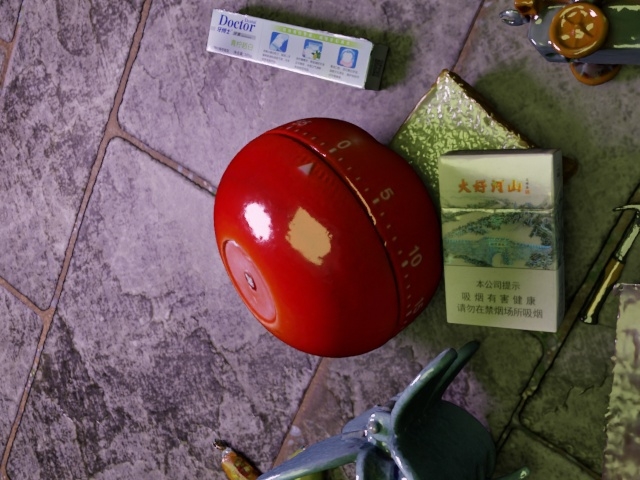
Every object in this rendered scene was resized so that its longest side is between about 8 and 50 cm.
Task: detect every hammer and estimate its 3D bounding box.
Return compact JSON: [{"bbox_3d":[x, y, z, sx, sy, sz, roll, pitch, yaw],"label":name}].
[{"bbox_3d":[0.436,0.035,1.138,0.078,0.021,0.201,31,109,24],"label":"hammer"}]

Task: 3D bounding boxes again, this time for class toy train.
[{"bbox_3d":[0.426,-0.334,1.028,0.369,0.163,0.231,9,92,29],"label":"toy train"}]

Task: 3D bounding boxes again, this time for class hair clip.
[{"bbox_3d":[0.154,0.336,1.168,0.392,0.318,0.238,-40,77,25],"label":"hair clip"}]

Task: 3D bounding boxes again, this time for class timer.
[{"bbox_3d":[0.000,0.000,1.199,0.378,0.279,0.378,42,151,30],"label":"timer"}]

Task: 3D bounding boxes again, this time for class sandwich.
[{"bbox_3d":[0.232,-0.107,1.199,0.251,0.087,0.226,44,116,17],"label":"sandwich"}]

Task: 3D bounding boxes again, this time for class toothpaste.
[{"bbox_3d":[-0.047,-0.338,1.348,0.337,0.067,0.081,20,106,27],"label":"toothpaste"}]

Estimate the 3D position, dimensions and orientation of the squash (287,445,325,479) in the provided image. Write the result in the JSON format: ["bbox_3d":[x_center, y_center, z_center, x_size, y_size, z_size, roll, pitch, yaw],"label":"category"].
[{"bbox_3d":[-0.067,0.541,1.449,0.095,0.094,0.340,28,106,24],"label":"squash"}]

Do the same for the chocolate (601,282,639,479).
[{"bbox_3d":[0.472,0.204,1.088,0.112,0.112,0.321,7,100,31],"label":"chocolate"}]

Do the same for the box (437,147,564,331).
[{"bbox_3d":[0.264,-0.003,1.113,0.164,0.069,0.256,2,106,28],"label":"box"}]

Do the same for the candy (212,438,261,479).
[{"bbox_3d":[-0.151,0.459,1.509,0.046,0.053,0.182,-46,75,18],"label":"candy"}]
